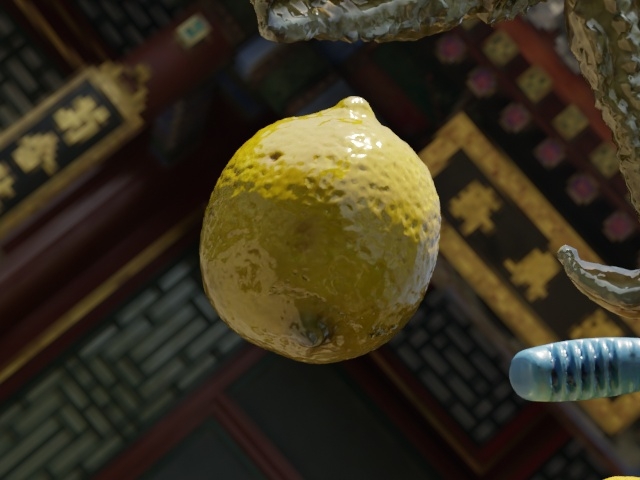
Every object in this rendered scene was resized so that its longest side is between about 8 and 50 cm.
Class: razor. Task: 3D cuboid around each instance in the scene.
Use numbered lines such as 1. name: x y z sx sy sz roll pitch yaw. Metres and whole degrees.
1. razor: 0.225 0.074 1.132 0.042 0.253 0.082 -5 -93 58

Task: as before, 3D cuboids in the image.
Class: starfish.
1. starfish: 0.106 -0.171 0.959 0.432 0.324 0.082 41 -20 -26

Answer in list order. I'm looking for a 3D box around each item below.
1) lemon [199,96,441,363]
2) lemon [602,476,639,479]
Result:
1. lemon: 0.004 -0.008 1.718 0.228 0.253 0.228 24 -18 8
2. lemon: 0.170 0.189 1.006 0.114 0.114 0.155 51 -24 -2
